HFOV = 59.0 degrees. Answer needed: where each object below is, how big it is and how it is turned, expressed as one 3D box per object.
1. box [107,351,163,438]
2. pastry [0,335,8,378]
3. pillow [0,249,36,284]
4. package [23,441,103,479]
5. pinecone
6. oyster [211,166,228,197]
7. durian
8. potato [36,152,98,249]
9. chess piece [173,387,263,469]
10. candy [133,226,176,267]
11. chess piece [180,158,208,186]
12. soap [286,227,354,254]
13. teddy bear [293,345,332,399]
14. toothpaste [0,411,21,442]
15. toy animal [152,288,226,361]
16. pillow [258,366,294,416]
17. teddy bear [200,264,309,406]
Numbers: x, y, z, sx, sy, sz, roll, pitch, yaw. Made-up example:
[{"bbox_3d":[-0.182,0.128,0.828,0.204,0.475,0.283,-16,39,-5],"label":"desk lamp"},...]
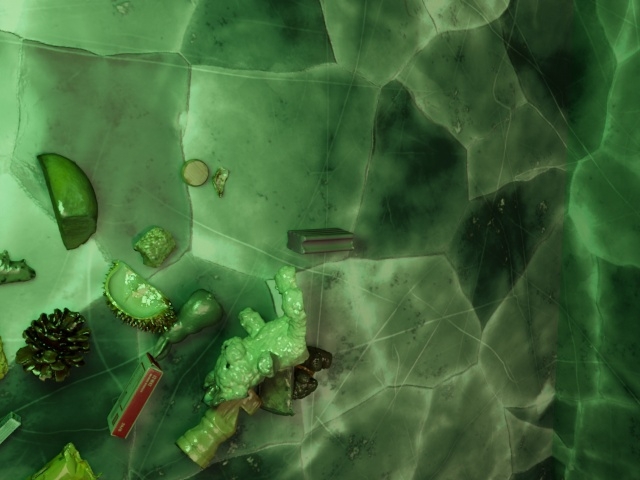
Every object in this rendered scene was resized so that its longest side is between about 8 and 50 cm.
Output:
[{"bbox_3d":[-0.546,0.455,1.673,0.050,0.123,0.229,32,83,-26],"label":"box"},{"bbox_3d":[-0.935,0.315,1.429,0.250,0.102,0.154,-15,106,-27],"label":"pastry"},{"bbox_3d":[-0.868,0.074,1.452,0.241,0.051,0.093,-6,103,-27],"label":"pillow"},{"bbox_3d":[-0.756,0.698,1.616,0.226,0.090,0.168,-35,118,-17],"label":"package"},{"bbox_3d":[-0.711,0.278,1.527,0.179,0.150,0.195,29,82,-25],"label":"pinecone"},{"bbox_3d":[-0.312,-0.180,1.738,0.051,0.034,0.093,28,73,-47],"label":"oyster"},{"bbox_3d":[-0.527,0.175,1.612,0.252,0.144,0.139,36,77,3],"label":"durian"},{"bbox_3d":[-0.623,-0.093,1.443,0.112,0.255,0.269,-20,109,-25],"label":"potato"},{"bbox_3d":[-0.321,0.582,1.838,0.301,0.137,0.137,-48,119,-19],"label":"chess piece"},{"bbox_3d":[-0.484,0.021,1.654,0.110,0.085,0.095,-43,127,-29],"label":"candy"},{"bbox_3d":[-0.376,-0.202,1.693,0.084,0.038,0.083,-8,106,-30],"label":"chess piece"},{"bbox_3d":[0.000,0.000,1.902,0.203,0.122,0.065,-4,103,-28],"label":"soap"},{"bbox_3d":[-0.054,0.457,1.960,0.177,0.140,0.190,4,102,-73],"label":"teddy bear"},{"bbox_3d":[-0.889,0.543,1.533,0.164,0.046,0.034,-47,116,-14],"label":"toothpaste"},{"bbox_3d":[-0.418,0.250,1.704,0.251,0.125,0.127,-37,127,-18],"label":"toy animal"},{"bbox_3d":[-0.144,0.461,1.905,0.059,0.169,0.254,-11,107,-61],"label":"pillow"},{"bbox_3d":[-0.220,0.306,1.726,0.363,0.327,0.375,-11,122,-8],"label":"teddy bear"}]
